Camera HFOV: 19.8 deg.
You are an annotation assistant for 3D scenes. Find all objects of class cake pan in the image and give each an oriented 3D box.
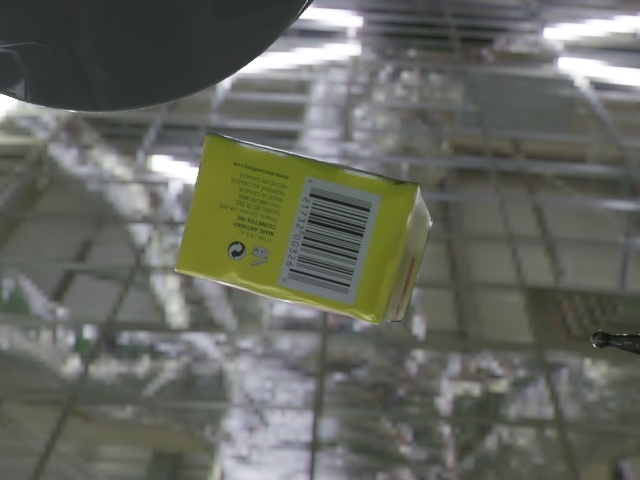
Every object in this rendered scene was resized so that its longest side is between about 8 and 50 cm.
[{"bbox_3d":[-0.117,-0.190,0.958,0.293,0.293,0.054,1,-147,-8],"label":"cake pan"}]

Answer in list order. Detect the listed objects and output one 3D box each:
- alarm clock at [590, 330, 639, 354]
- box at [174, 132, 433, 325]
[{"bbox_3d":[0.213,0.056,0.720,0.192,0.129,0.064,37,-141,-16],"label":"alarm clock"},{"bbox_3d":[0.000,0.000,0.789,0.087,0.058,0.232,14,178,4],"label":"box"}]
